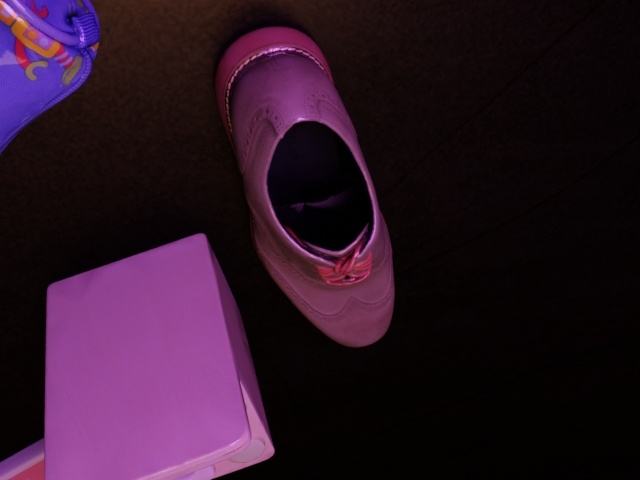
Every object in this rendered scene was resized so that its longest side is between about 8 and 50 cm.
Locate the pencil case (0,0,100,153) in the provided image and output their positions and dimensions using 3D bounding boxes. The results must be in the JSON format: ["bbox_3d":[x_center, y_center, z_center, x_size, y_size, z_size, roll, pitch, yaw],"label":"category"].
[{"bbox_3d":[-0.271,-0.073,0.509,0.306,0.119,0.133,-41,106,18],"label":"pencil case"}]

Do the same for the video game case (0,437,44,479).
[{"bbox_3d":[-0.275,0.326,0.923,0.204,0.025,0.285,-30,133,8],"label":"video game case"}]

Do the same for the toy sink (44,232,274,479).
[{"bbox_3d":[-0.134,0.132,0.660,0.153,0.234,0.131,-20,133,-3],"label":"toy sink"}]

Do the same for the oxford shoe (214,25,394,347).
[{"bbox_3d":[0.000,0.000,0.660,0.123,0.130,0.348,-23,133,1],"label":"oxford shoe"}]
